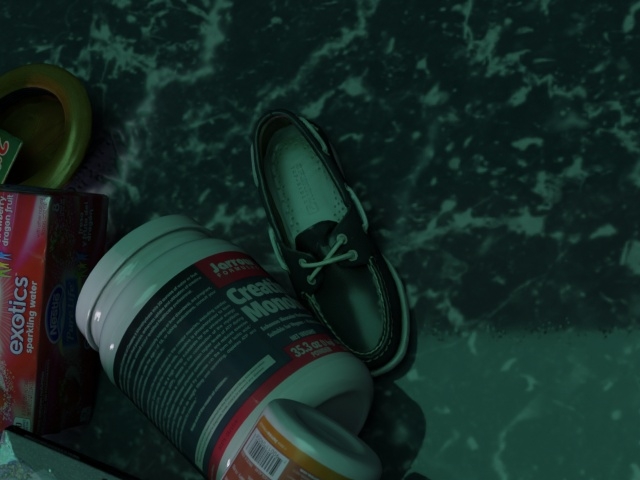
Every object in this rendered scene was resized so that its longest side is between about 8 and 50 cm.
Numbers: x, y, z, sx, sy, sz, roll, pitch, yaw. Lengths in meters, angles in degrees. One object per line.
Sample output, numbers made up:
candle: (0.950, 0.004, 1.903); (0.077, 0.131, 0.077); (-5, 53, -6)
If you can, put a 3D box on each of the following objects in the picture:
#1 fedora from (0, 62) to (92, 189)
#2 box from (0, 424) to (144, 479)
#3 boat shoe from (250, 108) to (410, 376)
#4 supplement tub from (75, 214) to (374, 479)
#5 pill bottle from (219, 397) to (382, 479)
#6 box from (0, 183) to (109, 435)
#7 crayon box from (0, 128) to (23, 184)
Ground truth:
fedora: (-0.327, -0.107, 1.778); (0.194, 0.079, 0.194); (-8, 73, 26)
box: (-0.219, 0.292, 1.504); (0.247, 0.163, 0.142); (24, 82, -6)
boat shoe: (0.000, 0.000, 1.615); (0.114, 0.091, 0.302); (-31, 64, 8)
supplement tub: (-0.098, 0.119, 1.555); (0.191, 0.191, 0.272); (-48, 64, 0)
pill bottle: (-0.048, 0.259, 1.382); (0.121, 0.121, 0.216); (35, 98, 26)
box: (-0.317, 0.071, 1.651); (0.128, 0.123, 0.256); (7, 95, 22)
crayon box: (-0.498, -0.093, 1.785); (0.318, 0.081, 0.202); (28, 95, 36)
